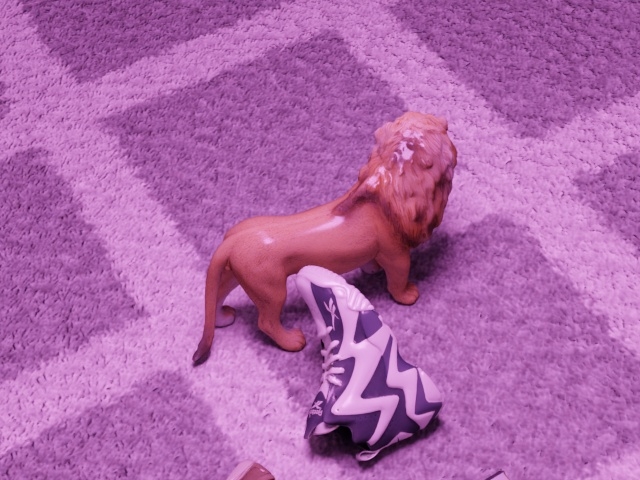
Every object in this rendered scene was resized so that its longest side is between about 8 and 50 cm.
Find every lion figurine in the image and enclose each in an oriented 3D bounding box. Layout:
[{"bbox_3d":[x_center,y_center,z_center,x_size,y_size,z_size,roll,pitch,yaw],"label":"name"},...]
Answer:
[{"bbox_3d":[0.000,0.000,1.554,0.392,0.240,0.142,-26,49,-16],"label":"lion figurine"}]

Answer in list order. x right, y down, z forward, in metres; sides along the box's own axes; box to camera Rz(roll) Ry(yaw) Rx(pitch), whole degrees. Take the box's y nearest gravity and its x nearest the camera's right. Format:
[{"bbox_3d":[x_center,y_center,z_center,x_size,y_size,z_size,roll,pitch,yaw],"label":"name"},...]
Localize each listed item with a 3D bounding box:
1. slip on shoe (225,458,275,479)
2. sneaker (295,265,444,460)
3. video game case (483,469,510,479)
[{"bbox_3d":[-0.103,0.305,1.414,0.041,0.051,0.135,22,45,28],"label":"slip on shoe"},{"bbox_3d":[0.017,0.155,1.469,0.153,0.094,0.235,-40,94,-16],"label":"sneaker"},{"bbox_3d":[0.155,0.377,1.208,0.274,0.035,0.248,-22,58,-32],"label":"video game case"}]
